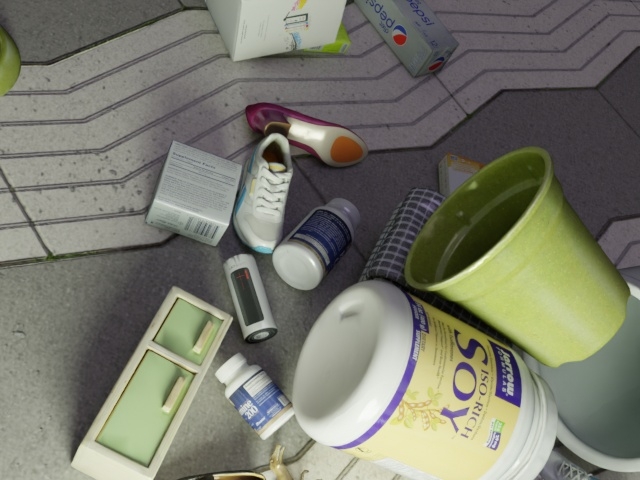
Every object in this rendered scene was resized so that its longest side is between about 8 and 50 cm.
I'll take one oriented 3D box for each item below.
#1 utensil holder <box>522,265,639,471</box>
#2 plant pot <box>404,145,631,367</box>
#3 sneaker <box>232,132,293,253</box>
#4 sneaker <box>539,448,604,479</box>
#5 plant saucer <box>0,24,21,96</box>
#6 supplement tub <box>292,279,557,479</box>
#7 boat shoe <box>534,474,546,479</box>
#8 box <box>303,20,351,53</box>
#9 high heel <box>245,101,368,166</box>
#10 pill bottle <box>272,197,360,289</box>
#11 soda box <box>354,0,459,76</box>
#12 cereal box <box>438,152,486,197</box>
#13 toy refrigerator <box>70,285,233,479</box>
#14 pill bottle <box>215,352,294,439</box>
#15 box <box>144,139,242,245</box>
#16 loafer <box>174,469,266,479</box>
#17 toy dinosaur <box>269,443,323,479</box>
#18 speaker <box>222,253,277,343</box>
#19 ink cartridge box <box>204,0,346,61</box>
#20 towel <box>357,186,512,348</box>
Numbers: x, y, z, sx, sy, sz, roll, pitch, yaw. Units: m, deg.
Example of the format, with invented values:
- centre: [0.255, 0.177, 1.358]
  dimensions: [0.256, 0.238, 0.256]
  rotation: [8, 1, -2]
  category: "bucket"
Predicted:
- centre: [0.608, 0.191, 1.369]
  dimensions: [0.386, 0.327, 0.327]
  rotation: [-8, 61, -33]
  category: "utensil holder"
- centre: [0.313, 0.044, 1.174]
  dimensions: [0.254, 0.276, 0.276]
  rotation: [41, 47, -14]
  category: "plant pot"
- centre: [-0.095, -0.083, 1.350]
  dimensions: [0.087, 0.092, 0.228]
  rotation: [13, 54, -21]
  category: "sneaker"
- centre: [0.426, 0.396, 1.287]
  dimensions: [0.191, 0.083, 0.071]
  rotation: [39, 50, 4]
  category: "sneaker"
- centre: [-0.615, -0.318, 1.282]
  dimensions: [0.241, 0.037, 0.240]
  rotation: [14, 53, -19]
  category: "plant saucer"
- centre: [0.153, 0.224, 1.140]
  dimensions: [0.331, 0.241, 0.241]
  rotation: [27, 48, -24]
  category: "supplement tub"
- centre: [0.350, 0.420, 1.219]
  dimensions: [0.098, 0.096, 0.277]
  rotation: [-21, 68, -36]
  category: "boat shoe"
- centre: [-0.012, -0.489, 1.715]
  dimensions: [0.109, 0.042, 0.178]
  rotation: [-4, 60, -30]
  category: "box"
- centre: [-0.026, -0.207, 1.503]
  dimensions: [0.244, 0.082, 0.117]
  rotation: [5, 27, -30]
  category: "high heel"
- centre: [0.000, 0.000, 1.337]
  dimensions: [0.094, 0.094, 0.169]
  rotation: [39, 49, 3]
  category: "pill bottle"
- centre: [0.186, -0.514, 1.804]
  dimensions: [0.098, 0.091, 0.286]
  rotation: [-22, 69, -36]
  category: "soda box"
- centre: [0.325, -0.053, 1.576]
  dimensions: [0.173, 0.047, 0.240]
  rotation: [15, 52, -17]
  category: "cereal box"
- centre: [-0.224, 0.200, 1.078]
  dimensions: [0.102, 0.094, 0.269]
  rotation: [29, 48, -6]
  category: "toy refrigerator"
- centre: [-0.097, 0.225, 1.145]
  dimensions: [0.120, 0.067, 0.067]
  rotation: [47, 49, 10]
  category: "pill bottle"
- centre: [-0.209, -0.078, 1.299]
  dimensions: [0.126, 0.072, 0.137]
  rotation: [19, 51, -14]
  category: "box"
- centre: [-0.153, 0.334, 1.041]
  dimensions: [0.170, 0.061, 0.062]
  rotation: [-7, 62, -31]
  category: "loafer"
- centre: [-0.041, 0.377, 1.088]
  dimensions: [0.093, 0.053, 0.183]
  rotation: [5, 46, -6]
  category: "toy dinosaur"
- centre: [-0.112, 0.091, 1.242]
  dimensions: [0.055, 0.055, 0.136]
  rotation: [-4, 60, -30]
  category: "speaker"
- centre: [-0.088, -0.492, 1.565]
  dimensions: [0.233, 0.168, 0.171]
  rotation: [-17, 65, -21]
  category: "ink cartridge box"
- centre: [0.226, 0.064, 1.331]
  dimensions: [0.284, 0.121, 0.235]
  rotation: [32, 50, -3]
  category: "towel"
